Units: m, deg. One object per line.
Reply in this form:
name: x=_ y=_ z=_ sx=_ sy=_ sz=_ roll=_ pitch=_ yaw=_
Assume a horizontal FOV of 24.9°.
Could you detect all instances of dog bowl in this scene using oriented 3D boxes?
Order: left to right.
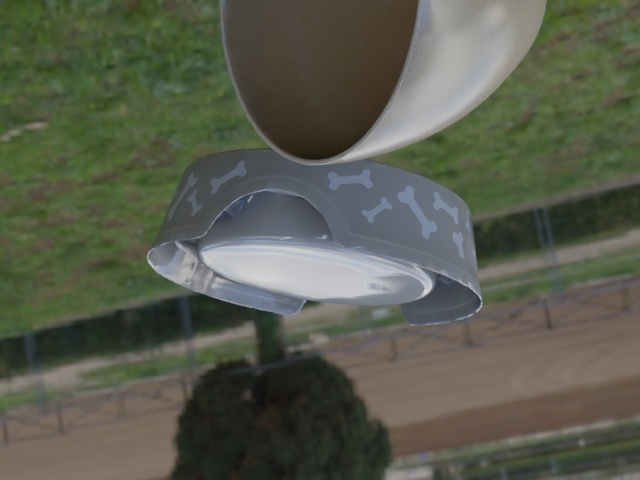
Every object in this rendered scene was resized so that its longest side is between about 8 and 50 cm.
dog bowl: x=0.000 y=0.000 z=1.513 sx=0.349 sy=0.102 sz=0.349 roll=8 pitch=166 yaw=2

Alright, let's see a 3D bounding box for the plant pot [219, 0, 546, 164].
plant pot: x=0.069 y=-0.203 z=1.171 sx=0.191 sy=0.284 sz=0.284 roll=-3 pitch=166 yaw=-34
